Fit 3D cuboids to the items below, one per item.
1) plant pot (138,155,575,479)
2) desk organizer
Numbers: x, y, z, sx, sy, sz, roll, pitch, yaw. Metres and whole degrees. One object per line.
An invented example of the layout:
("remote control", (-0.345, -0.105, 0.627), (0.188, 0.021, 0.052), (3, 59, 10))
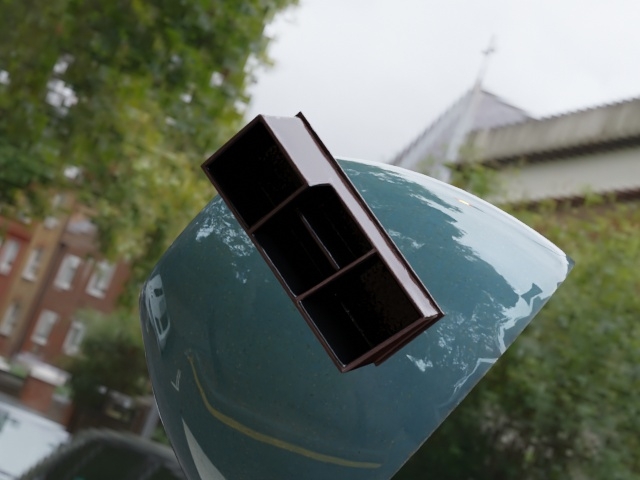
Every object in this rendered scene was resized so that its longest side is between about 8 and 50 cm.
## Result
("plant pot", (-0.004, 0.057, 0.966), (0.195, 0.290, 0.290), (42, -9, 5))
("desk organizer", (0.000, 0.000, 0.735), (0.130, 0.047, 0.050), (55, 20, 11))
